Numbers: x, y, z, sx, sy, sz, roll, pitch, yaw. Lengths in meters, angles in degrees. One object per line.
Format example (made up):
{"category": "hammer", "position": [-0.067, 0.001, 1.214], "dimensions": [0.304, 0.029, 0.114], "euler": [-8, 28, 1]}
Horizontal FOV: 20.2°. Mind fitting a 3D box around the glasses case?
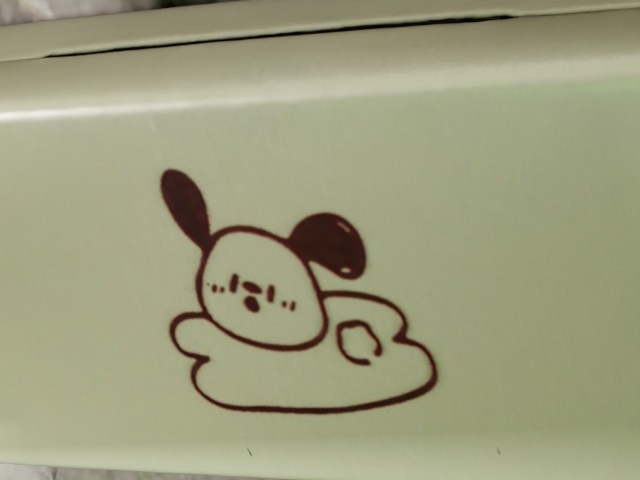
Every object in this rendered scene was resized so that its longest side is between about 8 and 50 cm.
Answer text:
{"category": "glasses case", "position": [0.000, 0.000, 0.516], "dimensions": [0.313, 0.070, 0.131], "euler": [-1, 120, 29]}
